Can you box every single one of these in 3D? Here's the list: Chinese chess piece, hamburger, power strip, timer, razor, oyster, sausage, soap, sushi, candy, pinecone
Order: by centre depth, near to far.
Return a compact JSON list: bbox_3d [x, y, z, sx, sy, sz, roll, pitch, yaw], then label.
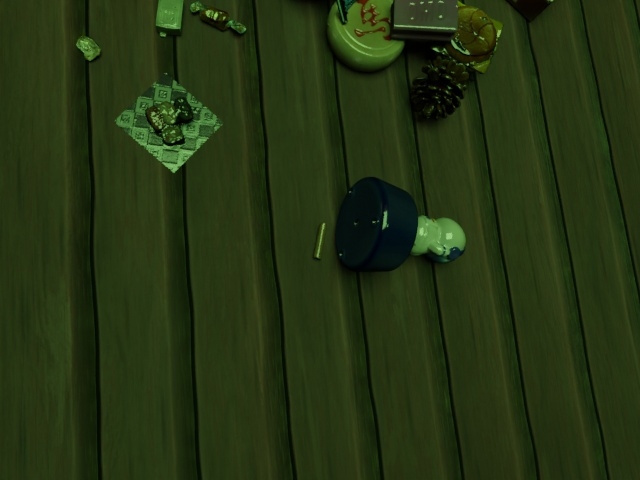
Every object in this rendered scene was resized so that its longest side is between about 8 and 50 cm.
[{"bbox_3d":[-0.442,-0.355,1.431,0.231,0.047,0.220,40,74,-3],"label":"sushi"},{"bbox_3d":[-0.679,-0.566,1.432,0.054,0.019,0.083,-35,91,-14],"label":"oyster"},{"bbox_3d":[0.265,-0.017,1.443,0.383,0.270,0.271,11,78,-24],"label":"timer"},{"bbox_3d":[0.000,0.000,1.475,0.026,0.026,0.116,13,77,-10],"label":"sausage"},{"bbox_3d":[-0.456,-0.707,1.493,0.075,0.042,0.175,3,79,-10],"label":"power strip"},{"bbox_3d":[-0.319,-0.691,1.518,0.181,0.046,0.053,24,74,-5],"label":"candy"},{"bbox_3d":[0.321,-0.692,1.526,0.202,0.065,0.122,2,79,0],"label":"soap"},{"bbox_3d":[0.140,-0.778,1.530,0.253,0.042,0.082,-42,133,-18],"label":"razor"},{"bbox_3d":[0.374,-0.482,1.568,0.149,0.179,0.196,15,90,-48],"label":"pinecone"},{"bbox_3d":[0.150,-0.683,1.589,0.272,0.102,0.274,2,79,-12],"label":"Chinese chess piece"},{"bbox_3d":[0.474,-0.661,1.636,0.243,0.139,0.262,27,75,-5],"label":"hamburger"}]

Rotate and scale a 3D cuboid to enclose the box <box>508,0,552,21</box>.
[{"bbox_3d":[0.770,-1.056,1.779,0.344,0.122,0.385,41,74,-2],"label":"box"}]
